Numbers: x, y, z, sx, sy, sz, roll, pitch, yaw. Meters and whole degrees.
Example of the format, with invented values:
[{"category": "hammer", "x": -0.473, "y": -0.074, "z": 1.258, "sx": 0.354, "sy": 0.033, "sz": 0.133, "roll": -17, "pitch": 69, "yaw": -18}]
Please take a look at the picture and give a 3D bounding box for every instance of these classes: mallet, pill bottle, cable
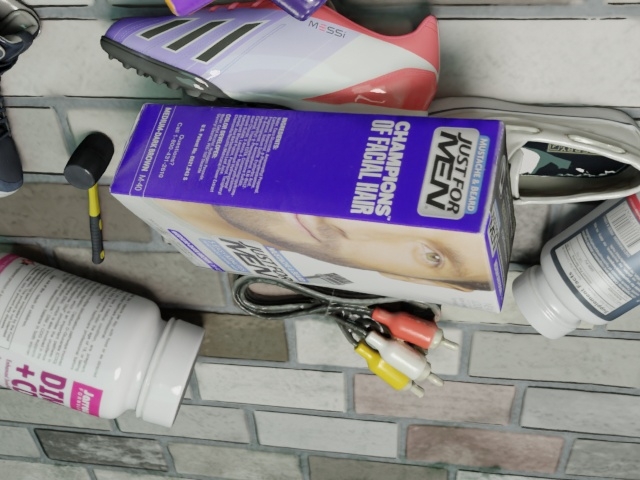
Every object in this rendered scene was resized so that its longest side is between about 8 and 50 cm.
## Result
[{"category": "mallet", "x": -0.271, "y": -0.032, "z": 0.806, "sx": 0.039, "sy": 0.062, "sz": 0.190, "roll": 15, "pitch": 129, "yaw": 0}, {"category": "pill bottle", "x": -0.303, "y": 0.132, "z": 0.876, "sx": 0.283, "sy": 0.160, "sz": 0.160, "roll": 19, "pitch": 128, "yaw": -4}, {"category": "cable", "x": 0.033, "y": 0.093, "z": 0.841, "sx": 0.287, "sy": 0.072, "sz": 0.140, "roll": 22, "pitch": 123, "yaw": -7}, {"category": "pill bottle", "x": 0.296, "y": 0.025, "z": 0.716, "sx": 0.108, "sy": 0.108, "sz": 0.180, "roll": 36, "pitch": 126, "yaw": -17}]

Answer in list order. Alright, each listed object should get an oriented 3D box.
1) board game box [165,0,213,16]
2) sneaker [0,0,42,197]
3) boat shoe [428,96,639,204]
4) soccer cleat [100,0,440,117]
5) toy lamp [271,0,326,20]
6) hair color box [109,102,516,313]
[{"category": "board game box", "x": 0.023, "y": -0.387, "z": 0.288, "sx": 0.356, "sy": 0.356, "sz": 0.356, "roll": -21, "pitch": 121, "yaw": 24}, {"category": "sneaker", "x": -0.344, "y": -0.152, "z": 0.712, "sx": 0.163, "sy": 0.086, "sz": 0.226, "roll": -11, "pitch": 124, "yaw": 21}, {"category": "boat shoe", "x": 0.180, "y": -0.076, "z": 0.671, "sx": 0.267, "sy": 0.088, "sz": 0.096, "roll": 5, "pitch": 128, "yaw": 7}, {"category": "soccer cleat", "x": -0.046, "y": -0.180, "z": 0.640, "sx": 0.318, "sy": 0.108, "sz": 0.117, "roll": 14, "pitch": 104, "yaw": 5}, {"category": "toy lamp", "x": -0.087, "y": -0.295, "z": 0.538, "sx": 0.080, "sy": 0.080, "sz": 0.275, "roll": -35, "pitch": 104, "yaw": 31}, {"category": "hair color box", "x": 0.001, "y": -0.030, "z": 0.643, "sx": 0.338, "sy": 0.110, "sz": 0.185, "roll": 6, "pitch": 158, "yaw": 21}]
